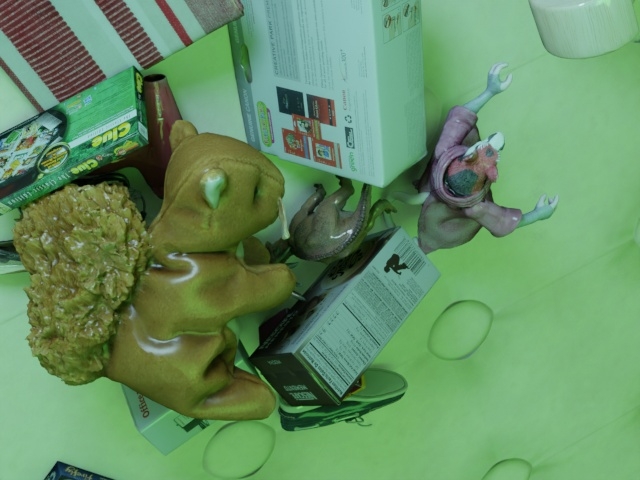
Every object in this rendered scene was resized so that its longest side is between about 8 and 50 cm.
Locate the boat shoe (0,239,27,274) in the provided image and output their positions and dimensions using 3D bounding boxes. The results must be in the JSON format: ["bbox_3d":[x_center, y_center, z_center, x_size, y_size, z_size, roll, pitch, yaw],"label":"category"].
[{"bbox_3d":[-0.433,0.016,1.375,0.152,0.056,0.049,-11,121,-13],"label":"boat shoe"}]

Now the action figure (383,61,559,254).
[{"bbox_3d":[0.210,-0.108,1.446,0.275,0.370,0.248,-22,87,5],"label":"action figure"}]

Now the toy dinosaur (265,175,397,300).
[{"bbox_3d":[0.000,0.000,1.472,0.127,0.295,0.200,48,51,-13],"label":"toy dinosaur"}]

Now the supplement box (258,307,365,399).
[{"bbox_3d":[-0.015,0.210,1.641,0.188,0.104,0.080,27,132,-34],"label":"supplement box"}]

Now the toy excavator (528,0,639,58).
[{"bbox_3d":[0.390,-0.456,1.249,0.432,0.445,0.222,-34,126,-4],"label":"toy excavator"}]

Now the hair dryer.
[{"bbox_3d":[-0.294,-0.114,1.353,0.223,0.080,0.294,26,105,-35],"label":"hair dryer"}]

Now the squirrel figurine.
[{"bbox_3d":[-0.225,0.025,1.276,0.396,0.281,0.371,4,122,-21],"label":"squirrel figurine"}]

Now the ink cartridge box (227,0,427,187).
[{"bbox_3d":[0.007,-0.267,1.347,0.130,0.271,0.310,-38,134,-40],"label":"ink cartridge box"}]

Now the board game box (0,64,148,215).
[{"bbox_3d":[-0.352,-0.131,1.233,0.259,0.136,0.030,-23,139,14],"label":"board game box"}]

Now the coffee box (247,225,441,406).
[{"bbox_3d":[0.040,0.126,1.506,0.119,0.168,0.297,49,63,-13],"label":"coffee box"}]

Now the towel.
[{"bbox_3d":[-0.298,-0.321,1.200,0.329,0.037,0.237,-25,124,13],"label":"towel"}]

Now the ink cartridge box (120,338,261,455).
[{"bbox_3d":[-0.220,0.241,1.547,0.208,0.153,0.087,-34,127,-2],"label":"ink cartridge box"}]

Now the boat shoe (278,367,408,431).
[{"bbox_3d":[0.045,0.312,1.746,0.254,0.095,0.079,-11,120,-17],"label":"boat shoe"}]

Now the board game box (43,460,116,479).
[{"bbox_3d":[-0.472,0.526,1.660,0.165,0.042,0.243,30,102,-35],"label":"board game box"}]
